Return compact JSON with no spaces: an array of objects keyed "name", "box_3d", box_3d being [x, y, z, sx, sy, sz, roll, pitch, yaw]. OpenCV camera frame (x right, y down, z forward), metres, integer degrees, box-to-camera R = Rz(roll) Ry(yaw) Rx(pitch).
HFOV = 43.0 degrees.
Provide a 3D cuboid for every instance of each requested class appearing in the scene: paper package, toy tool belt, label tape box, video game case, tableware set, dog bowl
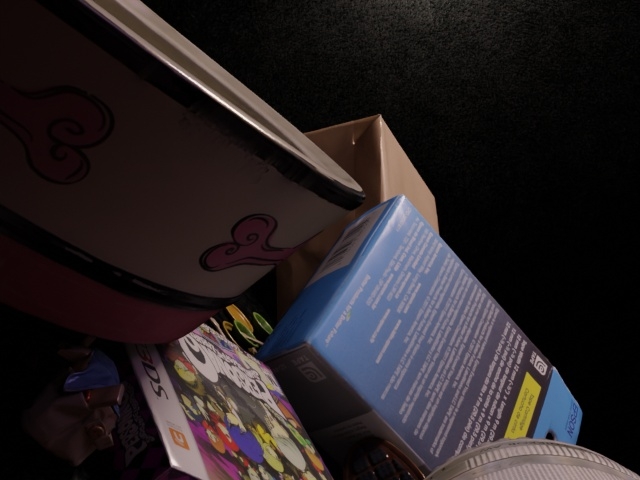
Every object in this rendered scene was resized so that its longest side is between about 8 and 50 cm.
[{"name":"paper package","box_3d":[0.071,0.019,1.230,0.325,0.168,0.310,43,41,-60]},{"name":"toy tool belt","box_3d":[-0.126,0.076,0.435,0.052,0.051,0.083,46,5,-29]},{"name":"label tape box","box_3d":[0.120,0.160,0.871,0.348,0.115,0.249,49,45,-13]},{"name":"video game case","box_3d":[-0.074,0.125,0.566,0.232,0.042,0.210,44,7,-44]},{"name":"tableware set","box_3d":[-0.078,0.094,0.884,0.104,0.024,0.154,51,6,35]},{"name":"dog bowl","box_3d":[-0.173,-0.098,0.510,0.408,0.150,0.408,38,7,-6]}]

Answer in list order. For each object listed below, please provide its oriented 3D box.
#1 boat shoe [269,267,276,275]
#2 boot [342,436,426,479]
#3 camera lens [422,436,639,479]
[{"name":"boat shoe","box_3d":[-0.066,0.011,1.334,0.076,0.080,0.228,44,1,36]},{"name":"boot","box_3d":[0.086,0.277,0.700,0.219,0.082,0.106,59,-4,45]},{"name":"camera lens","box_3d":[0.132,0.239,0.442,0.219,0.219,0.274,49,5,3]}]
